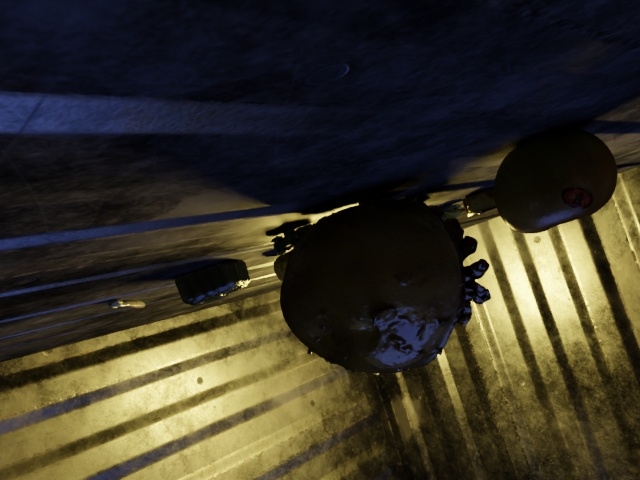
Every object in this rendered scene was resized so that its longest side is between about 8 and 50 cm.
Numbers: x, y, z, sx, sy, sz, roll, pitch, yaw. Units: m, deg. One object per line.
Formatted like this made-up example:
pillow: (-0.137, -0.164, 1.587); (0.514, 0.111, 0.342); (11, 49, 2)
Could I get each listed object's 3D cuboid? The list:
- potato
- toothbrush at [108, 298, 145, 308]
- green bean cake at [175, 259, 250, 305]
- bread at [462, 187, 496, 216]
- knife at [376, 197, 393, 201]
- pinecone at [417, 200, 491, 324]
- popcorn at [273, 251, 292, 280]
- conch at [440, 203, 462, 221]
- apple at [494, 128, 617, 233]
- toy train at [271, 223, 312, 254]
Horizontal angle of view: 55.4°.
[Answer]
potato: (0.074, 0.119, 1.401); (0.320, 0.385, 0.442); (0, 137, -26)
toothbrush: (-0.605, 0.201, 1.941); (0.030, 0.025, 0.307); (-25, 174, -1)
green bean cake: (-0.308, 0.121, 1.792); (0.185, 0.094, 0.183); (-23, 173, 5)
bread: (0.538, -0.126, 2.010); (0.140, 0.069, 0.128); (-20, 175, -11)
knife: (0.173, -0.089, 1.570); (0.054, 0.015, 0.212); (-19, 174, 19)
pinecone: (0.290, 0.054, 1.723); (0.385, 0.384, 0.384); (-17, 174, -2)
popcorn: (-0.096, 0.090, 2.001); (0.116, 0.106, 0.121); (-8, 175, 5)
conch: (0.421, -0.089, 2.106); (0.180, 0.088, 0.065); (-21, -141, -22)
apple: (0.502, -0.126, 1.327); (0.261, 0.193, 0.261); (-19, 176, -1)
toy train: (-0.069, -0.004, 1.521); (0.081, 0.050, 0.122); (-22, 176, -36)
